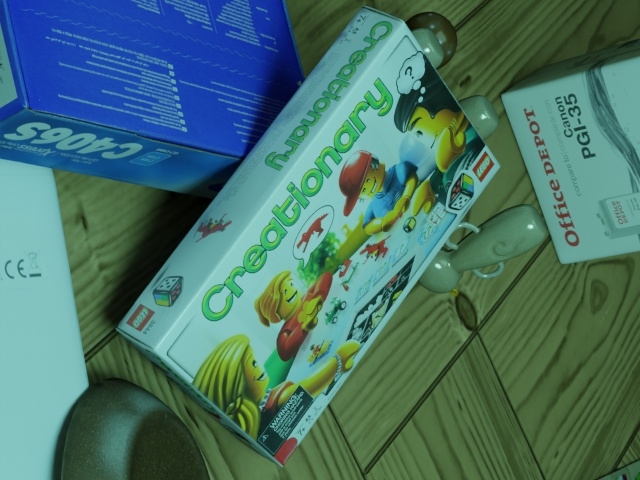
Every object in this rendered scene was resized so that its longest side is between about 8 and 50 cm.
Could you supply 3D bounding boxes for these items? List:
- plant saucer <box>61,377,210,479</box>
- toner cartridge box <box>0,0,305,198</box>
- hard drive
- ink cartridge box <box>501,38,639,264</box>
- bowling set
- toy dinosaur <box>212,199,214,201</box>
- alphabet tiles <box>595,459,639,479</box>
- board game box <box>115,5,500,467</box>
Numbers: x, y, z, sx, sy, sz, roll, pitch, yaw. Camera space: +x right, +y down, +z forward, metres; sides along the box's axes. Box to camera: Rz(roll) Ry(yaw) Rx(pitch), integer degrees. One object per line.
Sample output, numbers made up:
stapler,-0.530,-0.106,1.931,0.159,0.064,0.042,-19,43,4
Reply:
plant saucer,-0.116,0.190,1.133,0.198,0.036,0.199,-12,90,-71
toner cartridge box,-0.133,-0.128,1.187,0.348,0.075,0.165,10,63,-56
hard drive,-0.236,0.088,1.051,0.210,0.040,0.319,-3,81,-54
ink cartridge box,0.356,-0.103,1.692,0.117,0.283,0.207,-32,105,-48
bowling set,0.068,-0.097,1.459,0.287,0.154,0.200,49,26,-30
toy dinosaur,-0.094,0.003,1.286,0.082,0.047,0.090,-12,56,-45
alphabet tiles,0.344,0.363,1.757,0.198,0.009,0.237,-9,86,-54
board game box,0.000,0.000,1.242,0.305,0.053,0.193,-54,137,-11
